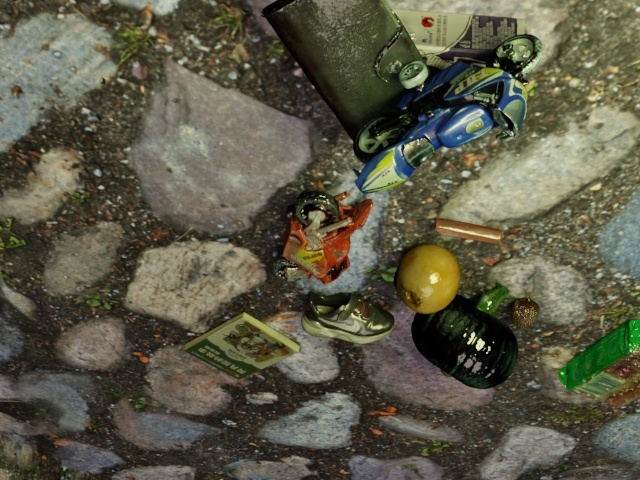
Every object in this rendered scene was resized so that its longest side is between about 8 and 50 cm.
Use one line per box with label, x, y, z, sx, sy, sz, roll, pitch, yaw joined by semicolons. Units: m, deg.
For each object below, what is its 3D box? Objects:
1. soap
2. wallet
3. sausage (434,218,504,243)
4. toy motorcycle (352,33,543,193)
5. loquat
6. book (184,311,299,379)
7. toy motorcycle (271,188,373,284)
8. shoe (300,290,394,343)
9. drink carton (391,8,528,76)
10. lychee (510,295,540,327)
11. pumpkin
soap;0.732;0.303;1.718;0.218;0.098;0.273;18;139;-12
wallet;0.068;-0.252;1.068;0.173;0.045;0.318;-19;131;26
sausage;0.305;-0.020;1.462;0.147;0.030;0.035;12;143;-3
toy motorcycle;0.180;-0.174;1.000;0.315;0.168;0.113;-30;132;16
loquat;0.229;0.081;1.511;0.137;0.163;0.163;9;145;33
book;-0.216;0.293;1.937;0.202;0.027;0.264;35;134;-29
toy motorcycle;-0.002;0.001;1.498;0.171;0.089;0.298;14;139;-9
shoe;0.061;0.175;1.698;0.228;0.099;0.112;1;133;10
drink carton;0.201;-0.277;1.123;0.222;0.101;0.134;7;143;5
lychee;0.465;0.163;1.621;0.067;0.068;0.083;-8;123;-25
pumpkin;0.341;0.199;1.599;0.248;0.248;0.248;5;140;4
